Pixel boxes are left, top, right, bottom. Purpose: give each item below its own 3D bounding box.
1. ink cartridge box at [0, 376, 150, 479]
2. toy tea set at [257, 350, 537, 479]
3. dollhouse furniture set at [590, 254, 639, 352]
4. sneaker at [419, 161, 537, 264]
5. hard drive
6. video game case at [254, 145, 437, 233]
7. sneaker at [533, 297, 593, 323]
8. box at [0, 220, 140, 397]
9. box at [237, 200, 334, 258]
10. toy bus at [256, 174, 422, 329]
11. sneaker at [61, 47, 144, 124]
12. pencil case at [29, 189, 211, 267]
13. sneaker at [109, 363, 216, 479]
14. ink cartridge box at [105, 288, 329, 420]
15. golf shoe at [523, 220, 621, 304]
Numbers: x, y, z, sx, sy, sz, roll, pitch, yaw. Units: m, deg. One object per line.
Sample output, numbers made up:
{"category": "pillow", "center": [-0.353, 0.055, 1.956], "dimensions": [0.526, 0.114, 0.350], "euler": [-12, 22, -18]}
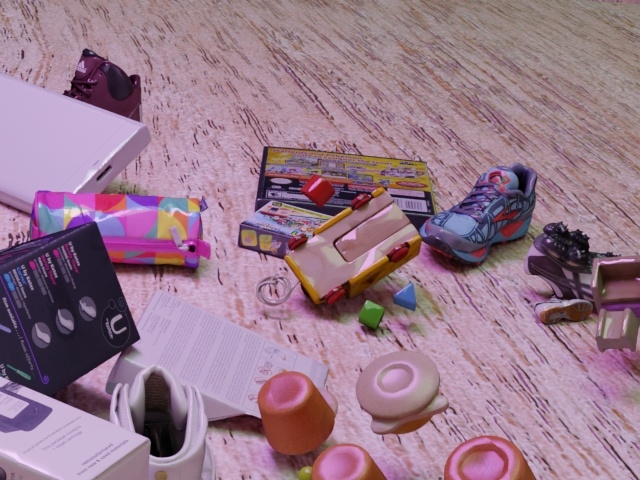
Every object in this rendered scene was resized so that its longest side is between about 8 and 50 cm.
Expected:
{"category": "ink cartridge box", "center": [-0.269, 0.214, 1.094], "dimensions": [0.237, 0.171, 0.100], "euler": [18, 25, 24]}
{"category": "toy tea set", "center": [0.076, 0.229, 1.284], "dimensions": [0.200, 0.124, 0.336], "euler": [-31, 41, -12]}
{"category": "dollhouse furniture set", "center": [0.463, 0.186, 1.526], "dimensions": [0.287, 0.198, 0.303], "euler": [-5, 48, 27]}
{"category": "sneaker", "center": [0.235, -0.054, 1.927], "dimensions": [0.104, 0.125, 0.262], "euler": [29, 30, 24]}
{"category": "hard drive", "center": [-0.432, -0.141, 1.951], "dimensions": [0.308, 0.040, 0.203], "euler": [21, 55, 29]}
{"category": "video game case", "center": [0.040, -0.082, 2.069], "dimensions": [0.275, 0.035, 0.248], "euler": [6, 23, -2]}
{"category": "sneaker", "center": [0.323, 0.088, 1.753], "dimensions": [0.083, 0.031, 0.037], "euler": [-2, 25, -23]}
{"category": "box", "center": [-0.338, 0.099, 1.319], "dimensions": [0.165, 0.143, 0.270], "euler": [-14, 11, 32]}
{"category": "box", "center": [0.000, 0.000, 1.858], "dimensions": [0.207, 0.036, 0.114], "euler": [15, 24, 18]}
{"category": "toy bus", "center": [0.034, 0.026, 1.718], "dimensions": [0.202, 0.190, 0.104], "euler": [10, -20, 5]}
{"category": "sneaker", "center": [-0.415, -0.229, 2.112], "dimensions": [0.281, 0.162, 0.106], "euler": [-8, 27, -32]}
{"category": "pencil case", "center": [-0.265, -0.015, 1.739], "dimensions": [0.237, 0.104, 0.104], "euler": [2, 23, -9]}
{"category": "sneaker", "center": [-0.144, 0.179, 1.226], "dimensions": [0.108, 0.169, 0.292], "euler": [1, 22, -10]}
{"category": "ink cartridge box", "center": [-0.111, 0.153, 1.475], "dimensions": [0.225, 0.056, 0.181], "euler": [26, 23, -4]}
{"category": "golf shoe", "center": [0.370, 0.057, 1.794], "dimensions": [0.198, 0.094, 0.077], "euler": [35, 40, -1]}
